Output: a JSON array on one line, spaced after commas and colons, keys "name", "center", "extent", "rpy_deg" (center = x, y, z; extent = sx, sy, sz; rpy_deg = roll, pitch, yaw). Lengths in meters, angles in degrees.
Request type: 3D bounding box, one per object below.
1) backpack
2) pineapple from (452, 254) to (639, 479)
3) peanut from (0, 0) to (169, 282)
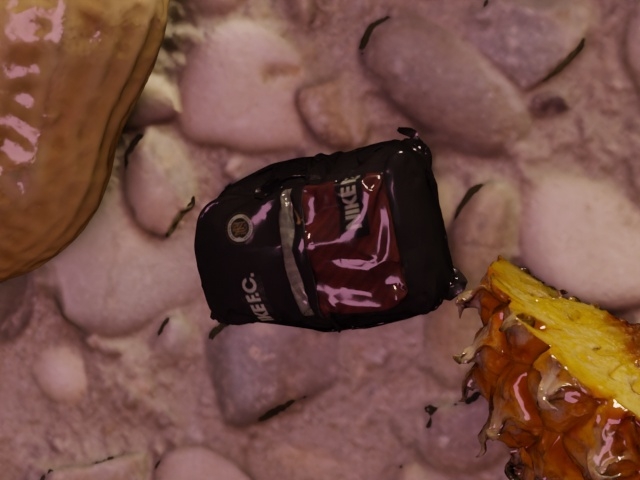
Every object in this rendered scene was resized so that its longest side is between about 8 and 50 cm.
[{"name": "backpack", "center": [-0.001, 0.004, 0.901], "extent": [0.165, 0.106, 0.120], "rpy_deg": [-15, 94, 15]}, {"name": "pineapple", "center": [0.156, 0.138, 0.849], "extent": [0.250, 0.140, 0.164], "rpy_deg": [44, 107, 7]}, {"name": "peanut", "center": [-0.202, -0.087, 0.950], "extent": [0.147, 0.147, 0.305], "rpy_deg": [28, 107, 14]}]
